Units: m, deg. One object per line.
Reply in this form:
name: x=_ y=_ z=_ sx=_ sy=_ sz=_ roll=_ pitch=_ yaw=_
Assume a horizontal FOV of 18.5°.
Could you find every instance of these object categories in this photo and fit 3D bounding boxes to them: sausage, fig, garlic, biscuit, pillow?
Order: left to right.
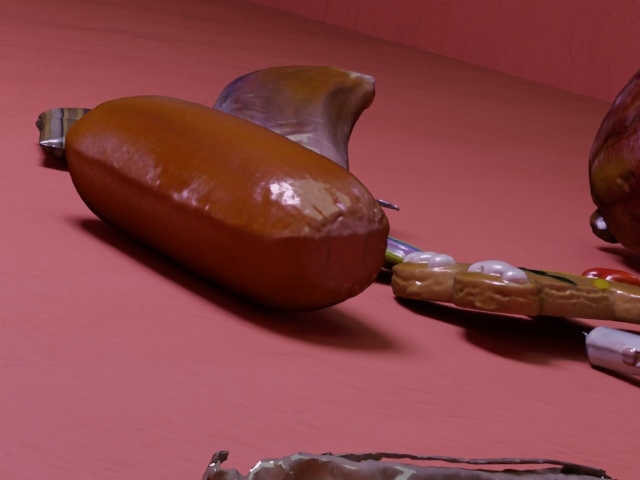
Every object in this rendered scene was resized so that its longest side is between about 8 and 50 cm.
pillow: x=-0.117 y=-0.065 z=1.511 sx=0.203 sy=0.038 sz=0.113 roll=11 pitch=12 yaw=-12
sausage: x=-0.062 y=-0.028 z=1.195 sx=0.105 sy=0.105 sz=0.274 roll=6 pitch=12 yaw=-37
garlic: x=-0.016 y=-0.061 z=1.401 sx=0.129 sy=0.090 sz=0.198 roll=-10 pitch=26 yaw=1
biscuit: x=0.166 y=0.033 z=1.268 sx=0.240 sy=0.035 sz=0.158 roll=6 pitch=3 yaw=-33
fig: x=0.334 y=-0.059 z=1.599 sx=0.224 sy=0.224 sz=0.263 roll=4 pitch=13 yaw=-43

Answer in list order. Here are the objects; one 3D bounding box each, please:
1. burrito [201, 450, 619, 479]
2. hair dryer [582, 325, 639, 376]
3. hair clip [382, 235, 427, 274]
burrito: x=0.048 y=0.108 z=0.685 sx=0.230 sy=0.063 sz=0.058 roll=7 pitch=-16 yaw=-26
hair dryer: x=0.204 y=0.073 z=1.152 sx=0.082 sy=0.047 sz=0.137 roll=2 pitch=9 yaw=-45
hair clip: x=0.000 y=0.000 z=1.316 sx=0.188 sy=0.033 sz=0.060 roll=11 pitch=7 yaw=-13
